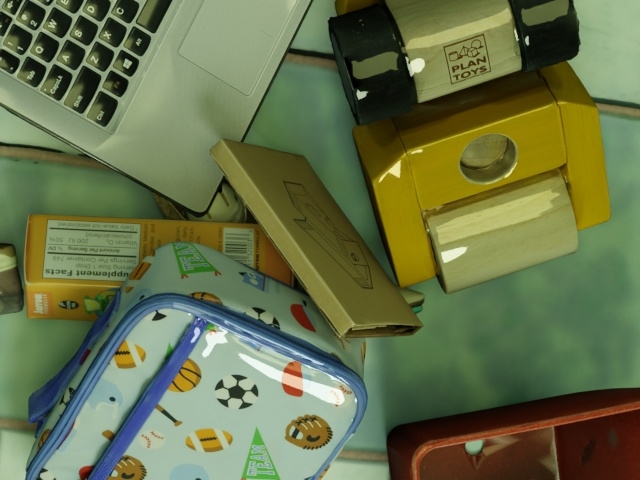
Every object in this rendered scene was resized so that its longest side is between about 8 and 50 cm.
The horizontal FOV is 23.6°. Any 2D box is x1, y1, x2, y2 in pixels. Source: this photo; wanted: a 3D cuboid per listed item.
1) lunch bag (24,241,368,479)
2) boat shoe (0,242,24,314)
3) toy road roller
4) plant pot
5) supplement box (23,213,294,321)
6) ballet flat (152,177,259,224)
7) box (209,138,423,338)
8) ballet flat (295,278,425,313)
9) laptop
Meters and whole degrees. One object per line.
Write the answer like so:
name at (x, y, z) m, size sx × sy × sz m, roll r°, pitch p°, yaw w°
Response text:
lunch bag at (-0.117, 0.154, 1.323) m, size 0.243 × 0.115 × 0.303 m, roll 24°, pitch 123°, yaw -18°
boat shoe at (-0.364, 0.064, 1.324) m, size 0.223 × 0.080 × 0.073 m, roll -19°, pitch 95°, yaw -17°
toy road roller at (0.118, -0.142, 1.379) m, size 0.202 × 0.241 × 0.330 m, roll -18°, pitch 128°, yaw -1°
plant pot at (0.187, 0.266, 1.409) m, size 0.267 × 0.236 × 0.267 m, roll -9°, pitch 98°, yaw -14°
supplement box at (-0.142, 0.029, 1.351) m, size 0.233 × 0.078 × 0.080 m, roll 4°, pitch 61°, yaw -5°
ballet flat at (-0.121, -0.053, 1.384) m, size 0.073 × 0.067 × 0.206 m, roll -44°, pitch 105°, yaw -8°
box at (0.000, 0.000, 1.339) m, size 0.021 × 0.164 × 0.201 m, roll -42°, pitch 72°, yaw 18°
ballet flat at (-0.025, 0.072, 1.419) m, size 0.248 × 0.086 × 0.086 m, roll -22°, pitch 100°, yaw -12°
laptop at (-0.138, -0.275, 1.200) m, size 0.408 × 0.236 × 0.382 m, roll 30°, pitch 80°, yaw -23°
